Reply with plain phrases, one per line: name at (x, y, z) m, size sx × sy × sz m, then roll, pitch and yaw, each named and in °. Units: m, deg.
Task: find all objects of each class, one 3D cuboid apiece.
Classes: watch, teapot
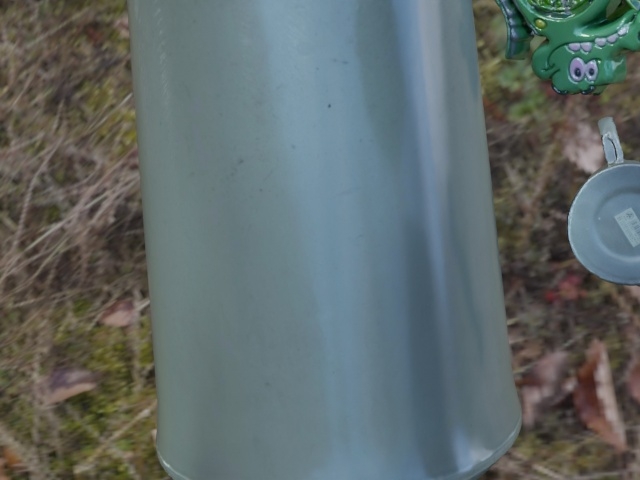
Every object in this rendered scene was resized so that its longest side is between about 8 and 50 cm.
watch at (0.215, -0.205, 1.237) m, size 0.152 × 0.131 × 0.165 m, roll -31°, pitch 100°, yaw -55°
teapot at (0.404, -0.047, 2.051) m, size 0.162 × 0.149 × 0.239 m, roll -15°, pitch 102°, yaw 13°

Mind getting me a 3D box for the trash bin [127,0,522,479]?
trash bin at (0.000, 0.000, 1.150) m, size 0.280 × 0.280 × 0.432 m, roll -13°, pitch 108°, yaw -23°
